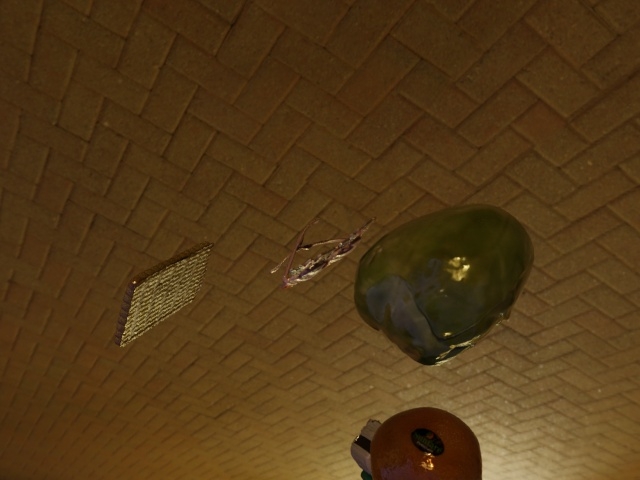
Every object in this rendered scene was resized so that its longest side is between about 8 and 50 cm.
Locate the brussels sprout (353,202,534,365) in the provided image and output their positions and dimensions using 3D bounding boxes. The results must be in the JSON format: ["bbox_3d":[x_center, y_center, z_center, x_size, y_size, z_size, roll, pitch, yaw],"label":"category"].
[{"bbox_3d":[0.204,0.071,0.820,0.328,0.247,0.328,-22,168,-5],"label":"brussels sprout"}]

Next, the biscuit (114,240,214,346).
[{"bbox_3d":[-0.322,0.101,1.002,0.029,0.254,0.172,30,115,12],"label":"biscuit"}]

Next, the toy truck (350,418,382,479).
[{"bbox_3d":[0.170,0.535,1.094,0.253,0.124,0.114,56,156,-17],"label":"toy truck"}]

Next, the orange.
[{"bbox_3d":[0.190,0.400,0.864,0.206,0.206,0.206,8,139,7],"label":"orange"}]

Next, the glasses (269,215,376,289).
[{"bbox_3d":[0.007,0.003,0.912,0.095,0.255,0.162,57,142,-1],"label":"glasses"}]
